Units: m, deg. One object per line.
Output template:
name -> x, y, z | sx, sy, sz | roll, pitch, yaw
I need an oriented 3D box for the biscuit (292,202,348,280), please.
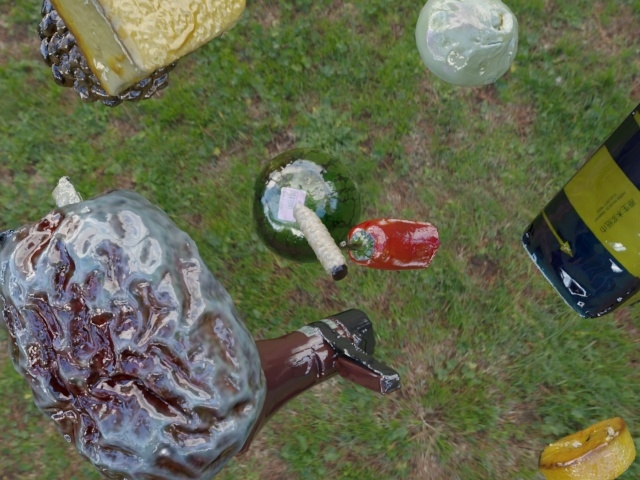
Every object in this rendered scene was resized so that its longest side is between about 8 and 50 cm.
biscuit -> 0.000, 0.000, 1.583 | 0.055, 0.061, 0.219 | -30, 54, -4

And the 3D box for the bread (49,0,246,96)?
bread -> -0.201, -0.305, 0.673 | 0.184, 0.114, 0.275 | -42, 114, -35

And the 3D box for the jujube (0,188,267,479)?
jujube -> -0.196, 0.102, 0.716 | 0.226, 0.226, 0.317 | -32, 101, -1

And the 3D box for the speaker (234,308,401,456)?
speaker -> -0.029, 0.198, 1.139 | 0.329, 0.259, 0.198 | -20, 82, -29

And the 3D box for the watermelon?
watermelon -> -0.043, -0.100, 2.004 | 0.363, 0.363, 0.364 | -2, 75, 8

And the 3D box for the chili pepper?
chili pepper -> 0.141, 0.010, 1.763 | 0.338, 0.135, 0.131 | -3, 40, -34

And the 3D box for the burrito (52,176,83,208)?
burrito -> -0.482, -0.033, 1.388 | 0.063, 0.058, 0.230 | -34, 68, 0

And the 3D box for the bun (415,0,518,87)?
bun -> 0.385, -0.537, 1.744 | 0.283, 0.179, 0.283 | 4, 71, -12

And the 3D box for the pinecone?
pinecone -> -0.369, -0.373, 1.212 | 0.243, 0.243, 0.257 | -10, 59, 6

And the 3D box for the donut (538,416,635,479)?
donut -> 0.642, 0.513, 1.663 | 0.253, 0.253, 0.118 | -30, 84, 0

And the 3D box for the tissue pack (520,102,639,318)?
tissue pack -> 0.617, -0.074, 1.274 | 0.264, 0.417, 0.253 | -16, 60, -34
